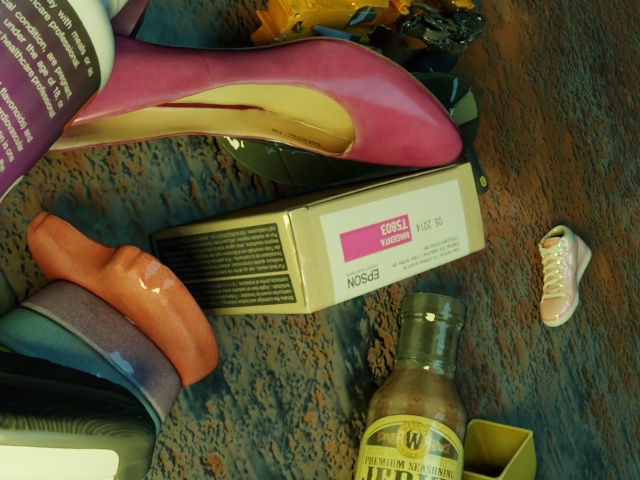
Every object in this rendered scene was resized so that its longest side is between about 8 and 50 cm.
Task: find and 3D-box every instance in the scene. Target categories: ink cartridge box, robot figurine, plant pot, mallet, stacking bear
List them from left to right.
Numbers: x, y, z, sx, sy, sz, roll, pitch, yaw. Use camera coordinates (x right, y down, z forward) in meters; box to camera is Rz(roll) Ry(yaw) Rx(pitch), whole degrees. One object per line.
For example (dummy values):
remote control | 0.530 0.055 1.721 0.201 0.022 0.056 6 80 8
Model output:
stacking bear | -0.221 0.146 0.752 0.289 0.175 0.164 -50 135 -24
ink cartridge box | 0.000 0.000 0.938 0.235 0.193 0.088 -16 97 -42
robot figurine | 0.036 -0.259 1.047 0.291 0.085 0.211 -8 61 -43
mallet | 0.151 -0.134 1.203 0.062 0.039 0.189 -35 112 -41
plant pot | 0.195 0.264 1.171 0.081 0.081 0.083 -43 124 -37

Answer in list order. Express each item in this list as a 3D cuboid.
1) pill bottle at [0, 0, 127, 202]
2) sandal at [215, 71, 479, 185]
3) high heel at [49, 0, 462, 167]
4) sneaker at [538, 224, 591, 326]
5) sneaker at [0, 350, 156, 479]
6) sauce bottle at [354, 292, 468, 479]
pill bottle | -0.258 -0.102 0.668 0.181 0.181 0.323 50 60 -27
sandal | 0.022 -0.119 1.041 0.303 0.086 0.120 -1 105 -32
high heel | -0.069 -0.089 0.865 0.377 0.127 0.181 18 62 -4
sneaker | 0.293 0.039 1.303 0.070 0.051 0.134 46 54 -27
sneaker | -0.321 0.202 0.599 0.448 0.169 0.257 -1 98 -14
sauce bottle | 0.089 0.225 1.056 0.111 0.111 0.344 22 70 -39
